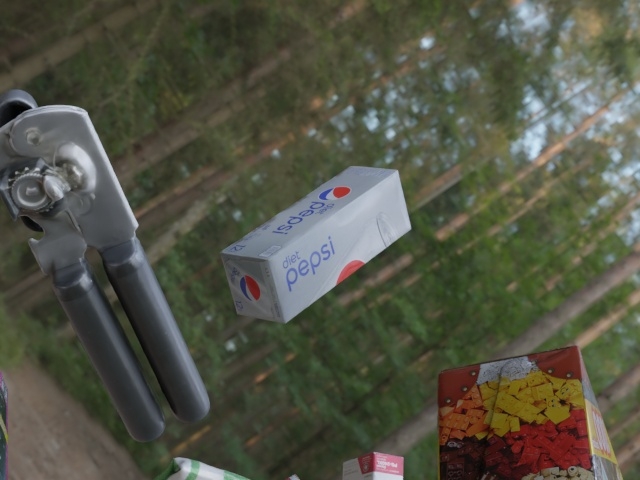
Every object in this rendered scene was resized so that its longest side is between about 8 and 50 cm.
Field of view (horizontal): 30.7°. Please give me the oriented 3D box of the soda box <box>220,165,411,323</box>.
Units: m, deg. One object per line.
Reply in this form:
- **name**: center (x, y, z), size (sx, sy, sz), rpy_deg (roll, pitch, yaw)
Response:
- **soda box**: center (0.000, 0.000, 1.577), size (0.091, 0.286, 0.098), rpy_deg (7, -60, 41)

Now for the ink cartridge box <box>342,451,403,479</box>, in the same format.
- **ink cartridge box**: center (0.087, 0.447, 1.982), size (0.109, 0.063, 0.150), rpy_deg (-34, -133, 54)

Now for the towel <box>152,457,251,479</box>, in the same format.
- **towel**: center (-0.063, 0.349, 1.220), size (0.325, 0.038, 0.248), rpy_deg (32, -51, -16)

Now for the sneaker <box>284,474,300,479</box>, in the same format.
- **sneaker**: center (-0.038, 0.439, 1.859), size (0.118, 0.067, 0.042), rpy_deg (55, -21, 22)

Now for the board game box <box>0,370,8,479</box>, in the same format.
- **board game box**: center (-0.480, 0.208, 1.508), size (0.303, 0.097, 0.224), rpy_deg (-114, -170, -60)

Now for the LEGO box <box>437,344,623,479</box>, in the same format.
- **LEGO box**: center (0.311, 0.443, 1.506), size (0.372, 0.193, 0.500), rpy_deg (-85, 156, -46)

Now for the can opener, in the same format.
- **can opener**: center (-0.162, 0.018, 0.860), size (0.095, 0.076, 0.283), rpy_deg (-121, -170, -57)
